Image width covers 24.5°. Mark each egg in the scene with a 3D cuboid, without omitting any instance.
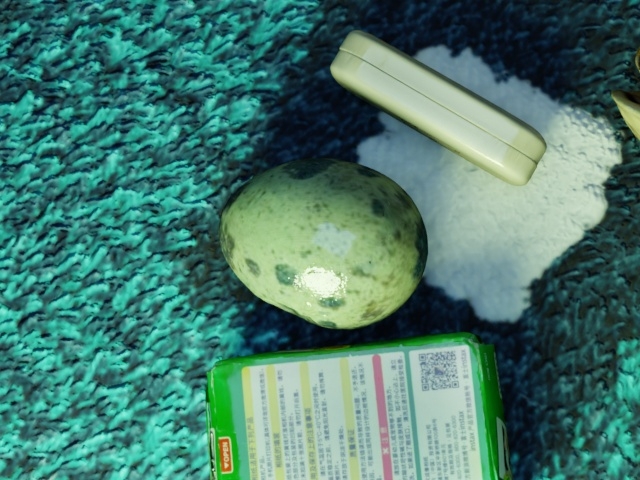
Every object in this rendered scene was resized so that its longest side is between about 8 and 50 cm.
[{"bbox_3d":[0.000,0.000,1.229,0.181,0.141,0.141,14,86,19],"label":"egg"}]

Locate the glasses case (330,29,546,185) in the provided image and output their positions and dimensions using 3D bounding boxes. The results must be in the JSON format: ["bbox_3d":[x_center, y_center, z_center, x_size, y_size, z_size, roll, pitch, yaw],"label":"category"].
[{"bbox_3d":[0.099,-0.112,1.254,0.196,0.083,0.050,31,89,12],"label":"glasses case"}]

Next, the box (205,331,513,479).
[{"bbox_3d":[0.033,0.172,1.227,0.250,0.103,0.180,-6,83,7],"label":"box"}]

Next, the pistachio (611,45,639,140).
[{"bbox_3d":[0.341,-0.088,1.176,0.229,0.157,0.157,34,90,18],"label":"pistachio"}]
